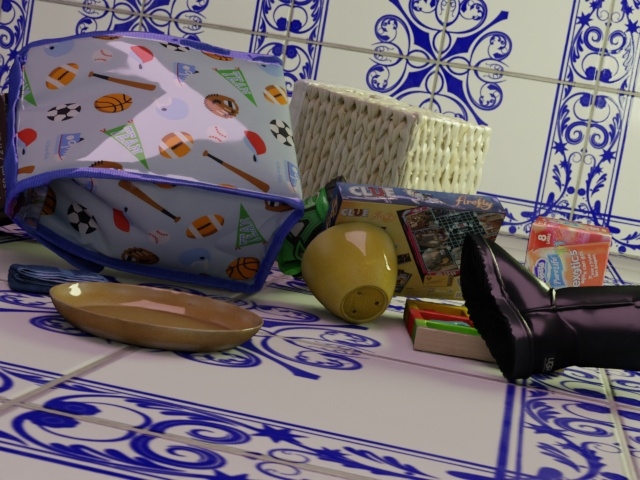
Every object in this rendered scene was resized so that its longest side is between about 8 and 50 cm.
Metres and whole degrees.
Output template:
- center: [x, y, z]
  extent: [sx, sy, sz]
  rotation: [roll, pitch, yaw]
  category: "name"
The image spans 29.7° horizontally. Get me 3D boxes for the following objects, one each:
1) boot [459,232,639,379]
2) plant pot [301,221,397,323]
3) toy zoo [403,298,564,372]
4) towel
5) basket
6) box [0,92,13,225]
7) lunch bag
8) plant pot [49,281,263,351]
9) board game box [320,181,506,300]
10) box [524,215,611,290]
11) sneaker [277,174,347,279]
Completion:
- center: [0.297, 0.079, 1.491]
  extent: [0.207, 0.094, 0.246]
  rotation: [-1, 35, -13]
  category: "boot"
- center: [0.048, 0.057, 1.628]
  extent: [0.134, 0.134, 0.095]
  rotation: [8, 35, -20]
  category: "plant pot"
- center: [0.212, 0.122, 1.637]
  extent: [0.192, 0.030, 0.293]
  rotation: [10, 5, -1]
  category: "toy zoo"
- center: [-0.319, 0.048, 1.475]
  extent: [0.119, 0.029, 0.067]
  rotation: [7, 5, -22]
  category: "towel"
- center: [0.103, -0.096, 2.203]
  extent: [0.266, 0.331, 0.328]
  rotation: [20, 11, 32]
  category: "basket"
- center: [-0.488, -0.115, 1.830]
  extent: [0.203, 0.168, 0.167]
  rotation: [-12, -4, 27]
  category: "box"
- center: [-0.248, -0.121, 1.700]
  extent: [0.385, 0.239, 0.328]
  rotation: [10, 43, -22]
  category: "lunch bag"
- center: [-0.181, 0.085, 1.331]
  extent: [0.236, 0.032, 0.236]
  rotation: [10, 5, -1]
  category: "plant pot"
- center: [0.120, 0.005, 1.697]
  extent: [0.243, 0.165, 0.042]
  rotation: [5, 37, -18]
  category: "board game box"
- center: [0.480, 0.037, 2.366]
  extent: [0.154, 0.142, 0.300]
  rotation: [10, 6, 12]
  category: "box"
- center: [0.000, 0.000, 1.852]
  extent: [0.146, 0.134, 0.343]
  rotation: [-25, -17, 1]
  category: "sneaker"
